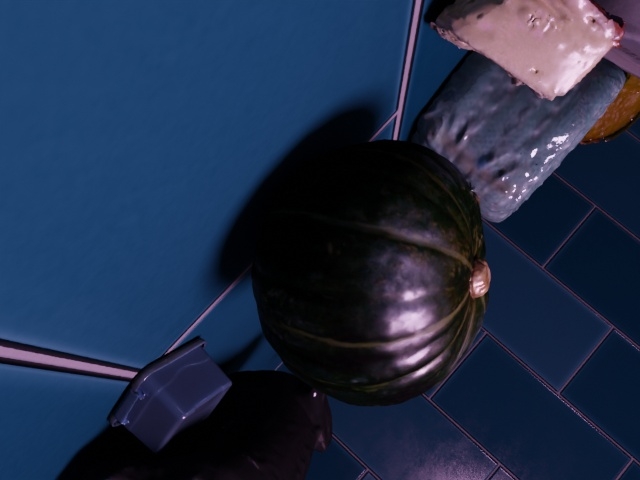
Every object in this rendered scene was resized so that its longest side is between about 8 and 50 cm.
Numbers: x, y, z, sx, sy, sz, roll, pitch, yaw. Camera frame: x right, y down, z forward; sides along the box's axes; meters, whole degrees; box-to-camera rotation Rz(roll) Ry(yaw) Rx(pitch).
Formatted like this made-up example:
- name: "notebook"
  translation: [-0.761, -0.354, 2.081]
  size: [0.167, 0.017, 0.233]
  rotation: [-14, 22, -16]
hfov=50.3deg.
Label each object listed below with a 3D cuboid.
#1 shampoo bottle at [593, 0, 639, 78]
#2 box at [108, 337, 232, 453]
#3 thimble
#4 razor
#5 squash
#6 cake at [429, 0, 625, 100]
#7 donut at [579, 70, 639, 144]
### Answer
- name: "shampoo bottle"
  translation: [0.418, -0.288, 0.687]
  size: [0.266, 0.273, 0.273]
  rotation: [-60, 166, 13]
- name: "box"
  translation: [-0.128, 0.139, 0.606]
  size: [0.074, 0.054, 0.099]
  rotation: [-56, 166, 24]
- name: "thimble"
  translation: [0.211, -0.133, 0.753]
  size: [0.235, 0.143, 0.198]
  rotation: [-43, 167, -27]
- name: "razor"
  translation: [-0.101, 0.225, 0.710]
  size: [0.327, 0.189, 0.107]
  rotation: [-19, 104, -75]
- name: "squash"
  translation: [0.044, 0.025, 0.537]
  size: [0.172, 0.218, 0.218]
  rotation: [-11, -175, 25]
- name: "cake"
  translation: [0.141, -0.194, 0.551]
  size: [0.086, 0.117, 0.220]
  rotation: [-51, -158, 24]
- name: "donut"
  translation: [0.401, -0.261, 1.007]
  size: [0.272, 0.107, 0.272]
  rotation: [-23, 139, -22]
